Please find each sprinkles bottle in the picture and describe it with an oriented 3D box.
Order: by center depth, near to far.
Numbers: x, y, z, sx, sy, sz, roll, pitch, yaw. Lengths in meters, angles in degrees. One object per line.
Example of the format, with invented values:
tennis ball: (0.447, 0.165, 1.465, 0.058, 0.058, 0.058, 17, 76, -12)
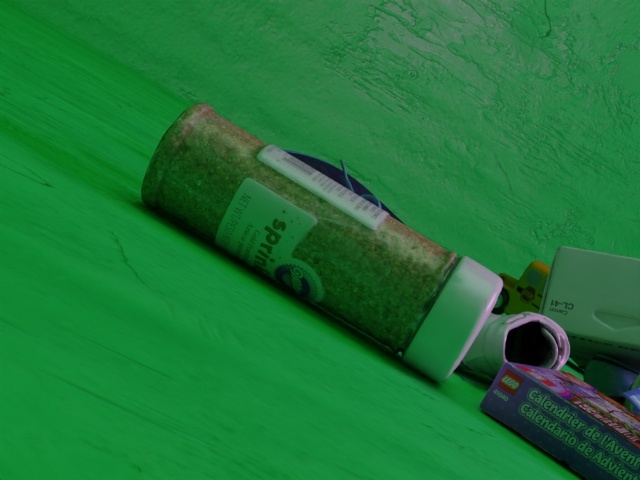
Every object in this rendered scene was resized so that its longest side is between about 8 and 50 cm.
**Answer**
sprinkles bottle: (0.000, 0.000, 1.242, 0.355, 0.121, 0.121, 31, 5, 6)

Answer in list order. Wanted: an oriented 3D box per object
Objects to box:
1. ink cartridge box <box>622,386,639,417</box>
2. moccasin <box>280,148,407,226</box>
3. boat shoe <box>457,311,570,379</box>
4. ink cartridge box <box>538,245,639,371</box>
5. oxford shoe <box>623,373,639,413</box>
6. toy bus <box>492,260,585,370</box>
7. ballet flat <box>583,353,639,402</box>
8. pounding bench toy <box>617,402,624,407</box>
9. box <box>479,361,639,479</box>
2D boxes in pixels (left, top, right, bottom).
ink cartridge box: (0.521, 0.238, 1.557, 0.311, 0.065, 0.186, -7, 45, -38)
moccasin: (0.048, 0.004, 1.406, 0.342, 0.138, 0.117, 27, 11, -27)
boat shoe: (0.238, 0.129, 1.455, 0.084, 0.095, 0.258, 8, 2, 36)
ink cartridge box: (0.474, 0.122, 1.891, 0.226, 0.131, 0.306, 10, -13, 24)
oxford shoe: (0.611, 0.292, 1.752, 0.449, 0.169, 0.130, 28, -8, -8)
toy bus: (0.450, 0.141, 2.338, 0.108, 0.130, 0.332, 26, 7, -41)
ballet flat: (0.501, 0.245, 1.850, 0.247, 0.087, 0.083, 18, -9, 7)
pounding bench toy: (0.486, 0.248, 1.980, 0.083, 0.052, 0.065, 27, 7, -35)
box: (0.297, 0.206, 1.307, 0.201, 0.057, 0.293, 32, 6, 23)
